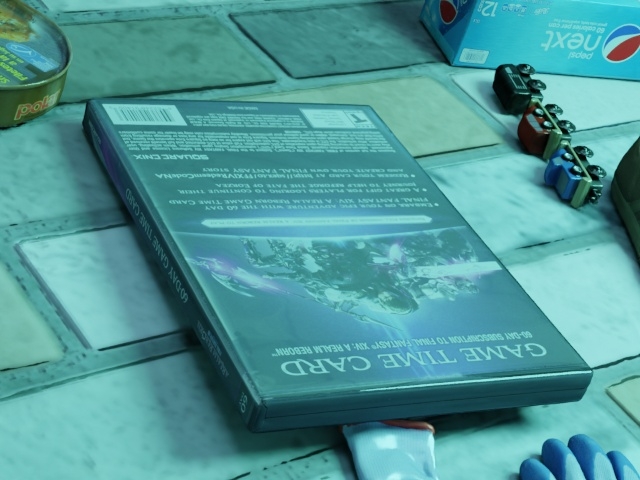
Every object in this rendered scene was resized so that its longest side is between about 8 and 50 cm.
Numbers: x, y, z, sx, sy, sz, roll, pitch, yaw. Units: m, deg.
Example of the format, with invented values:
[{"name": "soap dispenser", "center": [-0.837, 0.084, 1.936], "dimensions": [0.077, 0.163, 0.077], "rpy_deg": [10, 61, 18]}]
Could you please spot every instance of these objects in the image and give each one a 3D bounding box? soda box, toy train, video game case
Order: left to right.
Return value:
[{"name": "video game case", "center": [0.000, 0.000, 0.777], "dimensions": [0.196, 0.026, 0.274], "rpy_deg": [-2, 37, -29]}, {"name": "toy train", "center": [0.156, -0.077, 0.974], "dimensions": [0.036, 0.027, 0.158], "rpy_deg": [1, 38, -20]}, {"name": "soda box", "center": [0.190, -0.175, 1.090], "dimensions": [0.210, 0.067, 0.071], "rpy_deg": [2, 38, -26]}]

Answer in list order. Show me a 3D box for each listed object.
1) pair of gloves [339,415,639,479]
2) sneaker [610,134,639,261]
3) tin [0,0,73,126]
[{"name": "pair of gloves", "center": [0.098, 0.143, 0.649], "dimensions": [0.198, 0.023, 0.159], "rpy_deg": [7, 37, -17]}, {"name": "sneaker", "center": [0.239, -0.010, 0.886], "dimensions": [0.066, 0.071, 0.188], "rpy_deg": [4, 37, -22]}, {"name": "tin", "center": [-0.237, -0.129, 0.838], "dimensions": [0.190, 0.040, 0.106], "rpy_deg": [32, 32, 17]}]
